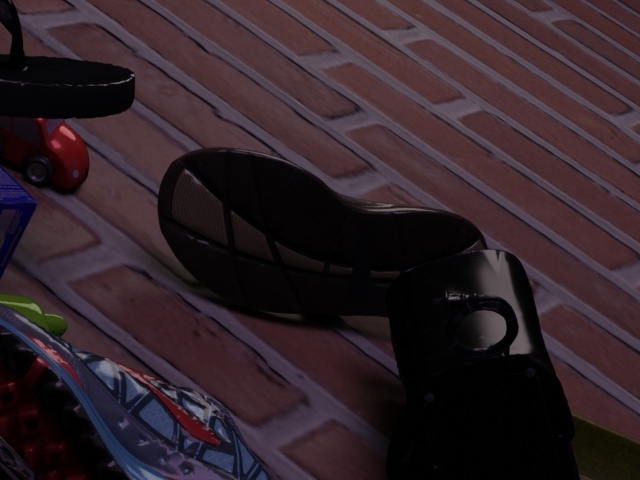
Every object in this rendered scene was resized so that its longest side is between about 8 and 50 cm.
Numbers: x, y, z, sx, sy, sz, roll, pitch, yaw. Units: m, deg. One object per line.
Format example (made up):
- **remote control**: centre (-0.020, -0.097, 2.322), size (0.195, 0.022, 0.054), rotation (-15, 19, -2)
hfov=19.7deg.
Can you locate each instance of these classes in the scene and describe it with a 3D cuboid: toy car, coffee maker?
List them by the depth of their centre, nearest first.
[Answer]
- **coffee maker**: centre (0.109, 0.077, 1.232), size (0.120, 0.171, 0.178), rotation (6, 25, -7)
- **toy car**: centre (-0.302, -0.118, 1.342), size (0.239, 0.053, 0.225), rotation (40, 26, 28)

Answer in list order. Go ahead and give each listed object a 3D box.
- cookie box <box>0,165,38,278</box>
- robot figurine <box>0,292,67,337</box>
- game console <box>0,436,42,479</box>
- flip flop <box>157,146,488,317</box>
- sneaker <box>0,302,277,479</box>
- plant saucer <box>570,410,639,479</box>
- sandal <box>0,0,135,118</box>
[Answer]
- **cookie box**: centre (-0.239, -0.017, 1.155), size (0.107, 0.092, 0.040), rotation (41, 23, 30)
- **robot figurine**: centre (-0.202, 0.061, 1.061), size (0.115, 0.067, 0.101), rotation (10, 60, -36)
- **game console**: centre (-0.217, 0.069, 0.900), size (0.361, 0.213, 0.044), rotation (43, 63, 11)
- **flip flop**: centre (0.000, 0.000, 1.376), size (0.277, 0.112, 0.080), rotation (10, 3, -30)
- **sneaker**: centre (-0.107, 0.123, 1.009), size (0.262, 0.104, 0.125), rotation (40, 23, 4)
- **plant saucer**: centre (0.238, 0.210, 1.250), size (0.188, 0.045, 0.188), rotation (24, 24, -7)
- **sandal**: centre (-0.337, -0.157, 1.183), size (0.446, 0.107, 0.167), rotation (11, 13, -2)
